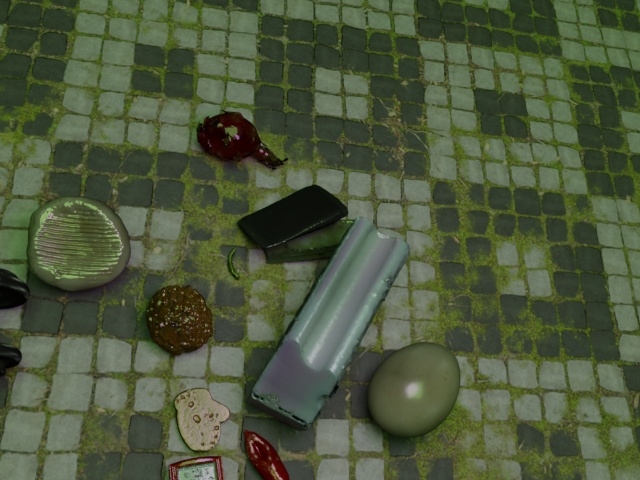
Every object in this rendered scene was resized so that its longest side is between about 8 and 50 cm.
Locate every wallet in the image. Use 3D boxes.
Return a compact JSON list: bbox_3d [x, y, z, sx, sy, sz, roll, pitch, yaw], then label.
[{"bbox_3d":[-0.070,-0.055,1.653,0.245,0.052,0.168,-25,38,-20],"label":"wallet"}]

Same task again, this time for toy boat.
[{"bbox_3d":[0.000,0.000,1.678,0.293,0.055,0.093,-12,68,-18],"label":"toy boat"}]

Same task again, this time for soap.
[{"bbox_3d":[0.017,0.191,1.484,0.156,0.261,0.446,31,65,1],"label":"soap"}]

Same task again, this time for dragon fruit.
[{"bbox_3d":[-0.199,-0.251,1.719,0.246,0.125,0.125,28,48,-19],"label":"dragon fruit"}]

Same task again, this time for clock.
[{"bbox_3d":[-0.255,0.535,1.383,0.113,0.061,0.155,-4,65,-15],"label":"clock"}]

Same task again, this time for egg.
[{"bbox_3d":[0.218,0.335,1.511,0.188,0.188,0.254,44,57,8],"label":"egg"}]

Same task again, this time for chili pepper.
[{"bbox_3d":[-0.111,0.490,1.440,0.059,0.050,0.191,-36,71,-8],"label":"chili pepper"},{"bbox_3d":[-0.213,0.057,1.623,0.030,0.017,0.083,-9,72,-18],"label":"chili pepper"}]

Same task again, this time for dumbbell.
[{"bbox_3d":[-0.707,0.169,1.358,0.192,0.192,0.289,3,66,-13],"label":"dumbbell"}]

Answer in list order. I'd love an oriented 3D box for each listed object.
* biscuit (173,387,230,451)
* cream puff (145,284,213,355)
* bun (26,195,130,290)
[{"bbox_3d":[-0.259,0.393,1.462,0.118,0.023,0.140,-7,68,-17],"label":"biscuit"},{"bbox_3d":[-0.316,0.175,1.491,0.165,0.115,0.150,32,67,0],"label":"cream puff"},{"bbox_3d":[-0.545,0.005,1.498,0.231,0.133,0.231,0,91,-14],"label":"bun"}]
